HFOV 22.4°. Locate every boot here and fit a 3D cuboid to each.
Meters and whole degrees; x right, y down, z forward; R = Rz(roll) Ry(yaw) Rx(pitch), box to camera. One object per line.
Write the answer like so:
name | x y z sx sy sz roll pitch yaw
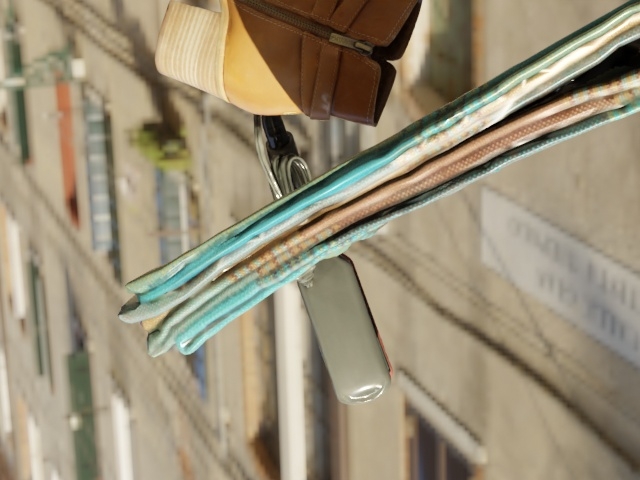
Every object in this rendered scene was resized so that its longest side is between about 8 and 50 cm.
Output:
boot | -0.008 -0.173 1.011 0.152 0.197 0.073 16 -172 17

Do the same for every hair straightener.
hair straightener | 0.000 0.000 1.078 0.047 0.230 0.089 -14 -175 4

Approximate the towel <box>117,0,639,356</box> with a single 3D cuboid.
towel | 0.084 -0.048 0.783 0.271 0.040 0.370 -28 179 18
